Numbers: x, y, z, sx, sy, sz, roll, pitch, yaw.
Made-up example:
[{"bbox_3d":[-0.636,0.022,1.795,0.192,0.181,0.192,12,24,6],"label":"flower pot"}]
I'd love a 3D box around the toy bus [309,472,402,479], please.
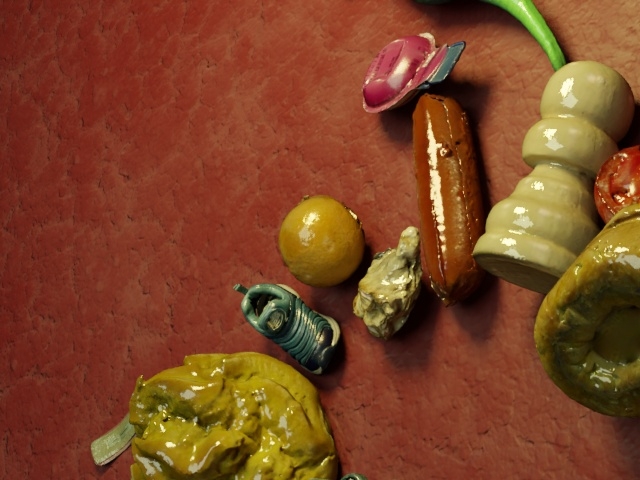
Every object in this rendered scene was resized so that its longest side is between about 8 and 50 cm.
[{"bbox_3d":[0.102,0.389,1.817,0.256,0.128,0.147,-3,74,44],"label":"toy bus"}]

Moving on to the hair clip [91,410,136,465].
[{"bbox_3d":[-0.351,0.338,2.386,0.137,0.022,0.054,-44,48,25],"label":"hair clip"}]

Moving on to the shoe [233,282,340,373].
[{"bbox_3d":[-0.052,0.130,2.100,0.207,0.106,0.091,37,103,42],"label":"shoe"}]

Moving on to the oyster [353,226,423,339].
[{"bbox_3d":[0.091,0.056,1.969,0.191,0.081,0.163,-65,23,18],"label":"oyster"}]

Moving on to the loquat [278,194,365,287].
[{"bbox_3d":[0.000,0.000,2.078,0.141,0.141,0.141,-20,60,40],"label":"loquat"}]

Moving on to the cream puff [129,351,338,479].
[{"bbox_3d":[-0.153,0.320,2.021,0.291,0.257,0.324,-8,69,49],"label":"cream puff"}]

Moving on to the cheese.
[{"bbox_3d":[0.137,-0.254,2.059,0.244,0.062,0.155,-1,56,60],"label":"cheese"}]

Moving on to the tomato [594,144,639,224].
[{"bbox_3d":[0.415,-0.042,1.682,0.139,0.091,0.159,-40,54,-20],"label":"tomato"}]

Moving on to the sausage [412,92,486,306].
[{"bbox_3d":[0.182,-0.063,1.940,0.102,0.102,0.330,-26,56,37],"label":"sausage"}]

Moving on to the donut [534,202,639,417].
[{"bbox_3d":[0.370,0.092,1.593,0.208,0.128,0.261,37,132,14],"label":"donut"}]

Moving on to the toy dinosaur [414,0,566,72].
[{"bbox_3d":[0.158,-0.362,2.086,0.500,0.144,0.374,62,154,13],"label":"toy dinosaur"}]

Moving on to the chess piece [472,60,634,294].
[{"bbox_3d":[0.321,-0.087,1.771,0.167,0.167,0.300,10,76,48],"label":"chess piece"}]
